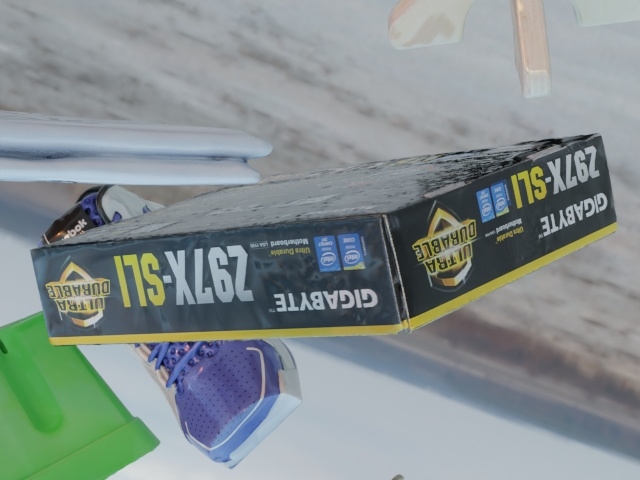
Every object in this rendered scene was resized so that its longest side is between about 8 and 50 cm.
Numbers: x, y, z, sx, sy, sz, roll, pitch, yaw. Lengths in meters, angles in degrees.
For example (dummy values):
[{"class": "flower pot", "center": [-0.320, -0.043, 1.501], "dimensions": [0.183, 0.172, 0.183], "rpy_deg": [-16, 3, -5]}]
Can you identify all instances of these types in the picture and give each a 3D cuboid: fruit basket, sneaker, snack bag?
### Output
[{"class": "fruit basket", "center": [-0.315, 0.286, 1.343], "dimensions": [0.392, 0.392, 0.283], "rpy_deg": [23, 152, -35]}, {"class": "sneaker", "center": [-0.156, 0.055, 1.303], "dimensions": [0.182, 0.127, 0.315], "rpy_deg": [29, -160, -42]}, {"class": "snack bag", "center": [-0.256, -0.059, 0.839], "dimensions": [0.323, 0.037, 0.342], "rpy_deg": [-2, -172, -44]}]

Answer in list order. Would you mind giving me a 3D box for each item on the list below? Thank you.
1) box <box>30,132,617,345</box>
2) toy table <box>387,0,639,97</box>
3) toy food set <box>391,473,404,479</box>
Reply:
[{"class": "box", "center": [0.000, 0.000, 1.019], "dimensions": [0.322, 0.079, 0.257], "rpy_deg": [-5, -171, 40]}, {"class": "toy table", "center": [0.182, -0.268, 1.400], "dimensions": [0.274, 0.252, 0.161], "rpy_deg": [1, 130, 10]}, {"class": "toy food set", "center": [0.021, 0.300, 1.401], "dimensions": [0.038, 0.132, 0.192], "rpy_deg": [35, -155, 24]}]
